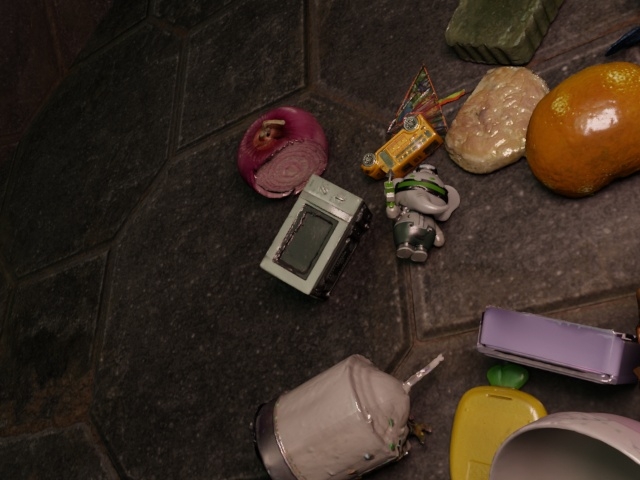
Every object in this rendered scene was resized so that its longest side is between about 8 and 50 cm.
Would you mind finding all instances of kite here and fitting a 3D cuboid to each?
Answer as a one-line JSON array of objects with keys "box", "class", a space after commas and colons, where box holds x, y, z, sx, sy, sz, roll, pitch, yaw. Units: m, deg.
[{"box": [0.215, -0.278, 1.258, 0.183, 0.014, 0.241, -22, 55, 27], "class": "kite"}]

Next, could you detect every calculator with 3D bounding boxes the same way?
[{"box": [0.268, 0.302, 0.908, 0.146, 0.032, 0.235, -1, 69, 37], "class": "calculator"}]

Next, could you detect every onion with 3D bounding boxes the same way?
[{"box": [-0.090, -0.208, 1.355, 0.207, 0.200, 0.201, -59, 44, 27], "class": "onion"}]

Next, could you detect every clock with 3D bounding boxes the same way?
[{"box": [0.340, 0.147, 0.856, 0.193, 0.144, 0.073, 8, 85, 40], "class": "clock"}]

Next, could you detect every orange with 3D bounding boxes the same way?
[{"box": [0.433, -0.182, 0.941, 0.237, 0.158, 0.179, -25, 60, 24], "class": "orange"}]

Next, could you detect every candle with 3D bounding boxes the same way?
[{"box": [0.057, 0.285, 0.980, 0.330, 0.187, 0.187, -33, 51, 18], "class": "candle"}]

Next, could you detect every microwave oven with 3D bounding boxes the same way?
[{"box": [0.000, 0.000, 1.178, 0.122, 0.162, 0.208, 29, 87, 17], "class": "microwave oven"}]

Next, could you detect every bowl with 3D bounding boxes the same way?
[{"box": [0.355, 0.332, 0.709, 0.287, 0.143, 0.287, 22, 117, 50], "class": "bowl"}]

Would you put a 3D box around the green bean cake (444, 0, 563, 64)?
[{"box": [0.358, -0.440, 1.177, 0.183, 0.094, 0.185, 25, 85, 42], "class": "green bean cake"}]

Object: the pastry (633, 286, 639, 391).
[{"box": [0.508, 0.101, 0.640, 0.337, 0.292, 0.405, -35, 68, 54], "class": "pastry"}]

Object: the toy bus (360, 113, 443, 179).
[{"box": [0.162, -0.173, 1.203, 0.162, 0.069, 0.074, -40, 66, 16], "class": "toy bus"}]

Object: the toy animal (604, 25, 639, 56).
[{"box": [0.580, -0.369, 0.940, 0.176, 0.255, 0.239, -36, 88, -13], "class": "toy animal"}]

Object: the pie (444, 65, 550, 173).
[{"box": [0.335, -0.221, 1.111, 0.185, 0.052, 0.218, 33, 88, 44], "class": "pie"}]

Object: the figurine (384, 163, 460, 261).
[{"box": [0.182, -0.059, 1.107, 0.147, 0.126, 0.193, 11, 64, 4], "class": "figurine"}]
